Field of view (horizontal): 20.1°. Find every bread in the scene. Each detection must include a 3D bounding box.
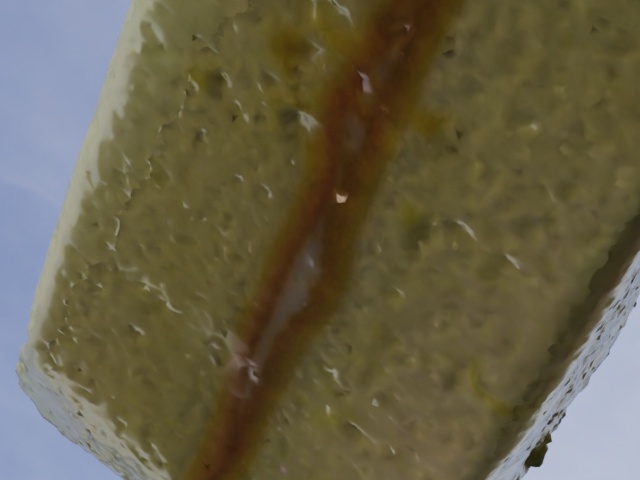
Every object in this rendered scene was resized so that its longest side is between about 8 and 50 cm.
[{"bbox_3d":[0.001,-0.002,0.512,0.163,0.168,0.264,-54,-12,-15],"label":"bread"}]
